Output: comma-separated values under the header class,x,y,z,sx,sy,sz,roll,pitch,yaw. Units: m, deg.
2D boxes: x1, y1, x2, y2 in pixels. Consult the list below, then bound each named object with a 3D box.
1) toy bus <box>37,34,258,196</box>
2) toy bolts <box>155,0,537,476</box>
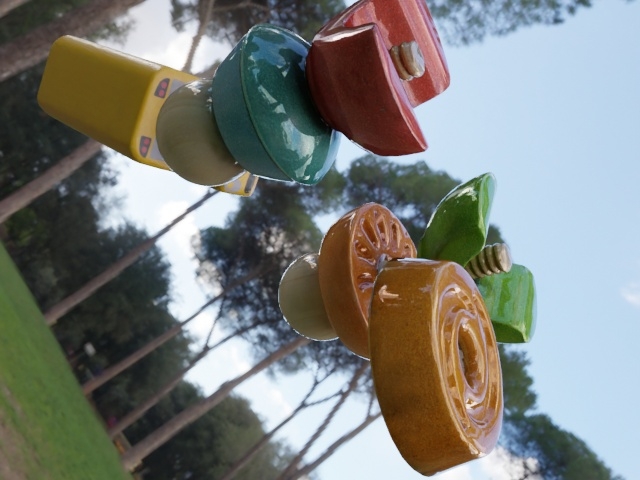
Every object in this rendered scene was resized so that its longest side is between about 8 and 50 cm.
class,x,y,z,sx,sy,sz,roll,pitch,yaw
toy bus,-0.194,-0.149,0.867,0.130,0.108,0.332,14,9,-44
toy bolts,0.000,0.000,0.409,0.158,0.218,0.229,-14,-67,28
